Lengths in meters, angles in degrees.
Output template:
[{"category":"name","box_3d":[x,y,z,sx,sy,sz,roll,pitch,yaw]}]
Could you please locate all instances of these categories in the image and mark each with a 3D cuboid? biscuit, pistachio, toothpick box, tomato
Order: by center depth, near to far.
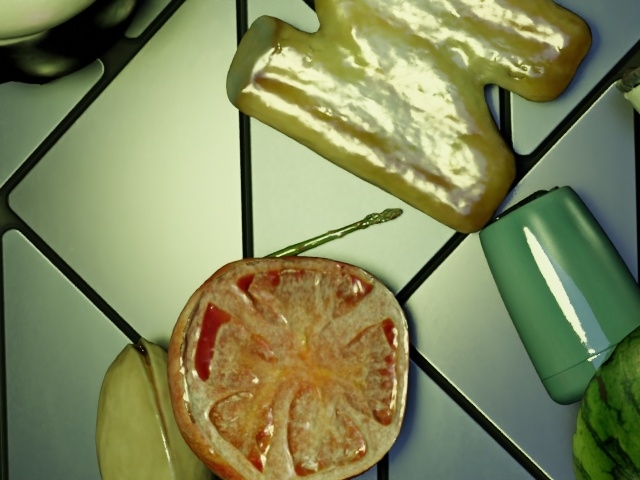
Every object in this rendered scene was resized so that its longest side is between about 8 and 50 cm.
[{"category":"toothpick box","box_3d":[0.224,0.046,1.552,0.120,0.120,0.184,-29,84,7]},{"category":"tomato","box_3d":[-0.033,0.120,1.576,0.237,0.095,0.236,3,83,-21]},{"category":"biscuit","box_3d":[0.080,-0.167,1.594,0.291,0.062,0.237,28,93,6]},{"category":"pistachio","box_3d":[-0.157,0.184,1.601,0.108,0.126,0.185,-12,79,-12]}]

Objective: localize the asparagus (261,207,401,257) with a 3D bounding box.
[{"category":"asparagus","box_3d":[0.000,0.000,1.631,0.166,0.013,0.016,-21,46,6]}]

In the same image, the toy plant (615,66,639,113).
[{"category":"toy plant","box_3d":[0.443,-0.079,1.473,0.247,0.247,0.332,-39,88,6]}]

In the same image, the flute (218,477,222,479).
[{"category":"flute","box_3d":[-0.087,0.262,1.645,0.014,0.014,0.269,-8,90,7]}]

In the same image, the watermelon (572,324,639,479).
[{"category":"watermelon","box_3d":[0.394,0.202,1.457,0.331,0.189,0.331,-6,124,-9]}]

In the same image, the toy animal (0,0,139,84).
[{"category":"toy animal","box_3d":[-0.278,-0.263,1.516,0.251,0.310,0.251,0,89,8]}]
